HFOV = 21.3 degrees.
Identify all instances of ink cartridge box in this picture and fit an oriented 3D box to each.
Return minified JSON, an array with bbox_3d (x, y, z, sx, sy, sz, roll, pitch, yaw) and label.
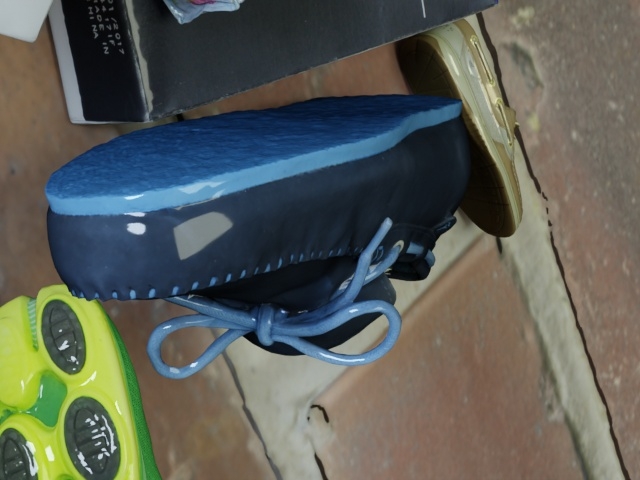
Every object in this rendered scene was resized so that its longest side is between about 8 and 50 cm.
[{"bbox_3d":[-0.002,-0.177,0.864,0.332,0.065,0.165,-26,111,-44],"label":"ink cartridge box"}]

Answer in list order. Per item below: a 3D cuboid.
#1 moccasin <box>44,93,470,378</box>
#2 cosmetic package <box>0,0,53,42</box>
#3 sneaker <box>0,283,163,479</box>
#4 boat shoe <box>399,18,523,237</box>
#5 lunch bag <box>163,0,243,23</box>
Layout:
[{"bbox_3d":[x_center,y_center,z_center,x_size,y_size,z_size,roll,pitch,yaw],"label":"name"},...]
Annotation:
[{"bbox_3d":[0.000,0.000,0.783,0.342,0.137,0.117,-17,109,-60],"label":"moccasin"},{"bbox_3d":[-0.166,-0.216,0.569,0.224,0.138,0.225,14,107,-46],"label":"cosmetic package"},{"bbox_3d":[-0.099,0.162,0.774,0.123,0.109,0.296,-43,123,-71],"label":"sneaker"},{"bbox_3d":[0.092,-0.066,0.981,0.045,0.050,0.135,-40,121,-32],"label":"boat shoe"},{"bbox_3d":[-0.050,-0.148,0.731,0.071,0.053,0.083,-49,116,-34],"label":"lunch bag"}]
